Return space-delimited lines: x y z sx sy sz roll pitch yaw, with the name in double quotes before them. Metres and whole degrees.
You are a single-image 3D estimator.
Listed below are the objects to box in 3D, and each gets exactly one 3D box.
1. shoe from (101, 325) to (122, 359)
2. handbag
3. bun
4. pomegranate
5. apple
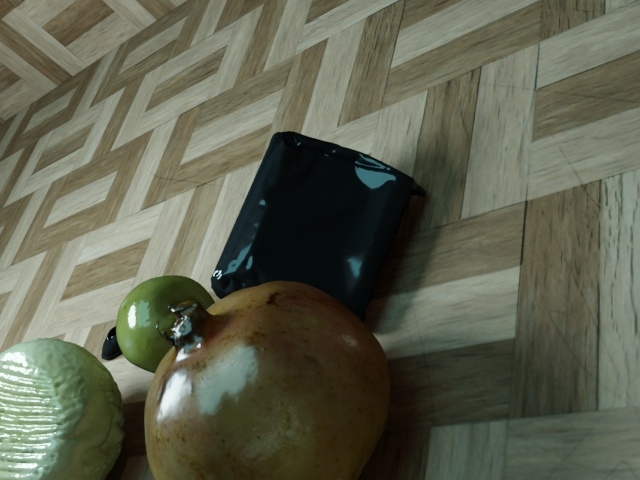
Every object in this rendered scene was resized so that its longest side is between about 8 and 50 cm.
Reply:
"shoe" -0.417 0.200 1.655 0.159 0.053 0.062 -23 46 30
"handbag" -0.001 0.001 1.289 0.178 0.275 0.302 95 -164 -67
"bun" -0.503 0.356 1.436 0.349 0.227 0.353 6 78 35
"pomegranate" -0.083 0.201 1.031 0.338 0.338 0.338 -30 39 28
"apple" -0.275 0.152 1.424 0.200 0.200 0.200 -30 39 28
